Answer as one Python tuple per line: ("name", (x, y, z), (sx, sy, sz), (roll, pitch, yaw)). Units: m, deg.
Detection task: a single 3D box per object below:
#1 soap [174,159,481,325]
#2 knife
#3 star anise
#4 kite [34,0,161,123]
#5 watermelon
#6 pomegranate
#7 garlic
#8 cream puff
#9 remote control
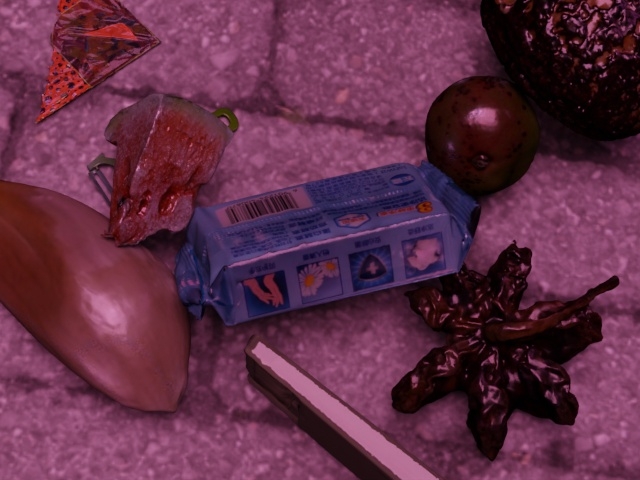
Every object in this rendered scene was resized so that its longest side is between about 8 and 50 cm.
("soap", (0.000, 0.000, 1.342), (0.293, 0.077, 0.156), (-12, 26, -8))
("knife", (-0.157, -0.090, 1.437), (0.166, 0.022, 0.078), (-31, 79, -12))
("star anise", (0.169, 0.095, 1.331), (0.190, 0.126, 0.220), (16, 70, 16))
("kite", (-0.234, -0.220, 1.487), (0.125, 0.008, 0.222), (4, 70, -1))
("watermelon", (-0.147, -0.075, 1.346), (0.098, 0.121, 0.158), (24, 41, -26))
("pomegranate", (0.161, -0.110, 1.408), (0.130, 0.130, 0.130), (1, 70, -2))
("garlic", (-0.239, 0.036, 1.354), (0.318, 0.112, 0.143), (38, 75, 22))
("cream puff", (0.286, -0.221, 1.400), (0.239, 0.165, 0.239), (24, 42, -24))
("remote control", (0.039, 0.190, 1.292), (0.285, 0.123, 0.038), (39, 74, 13))
